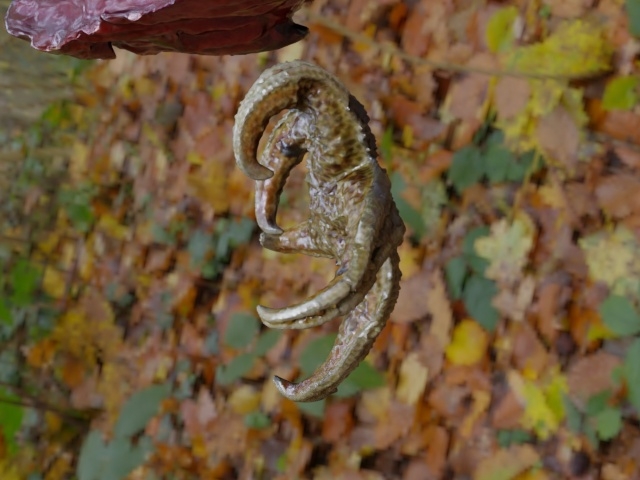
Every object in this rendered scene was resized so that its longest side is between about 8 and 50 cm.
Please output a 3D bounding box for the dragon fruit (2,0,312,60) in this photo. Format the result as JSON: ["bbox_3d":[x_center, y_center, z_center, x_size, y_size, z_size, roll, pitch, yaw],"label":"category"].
[{"bbox_3d":[-0.078,-0.235,0.933,0.240,0.330,0.302,56,177,13],"label":"dragon fruit"}]

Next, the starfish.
[{"bbox_3d":[-0.001,0.001,0.647,0.190,0.074,0.146,93,164,-79],"label":"starfish"}]
